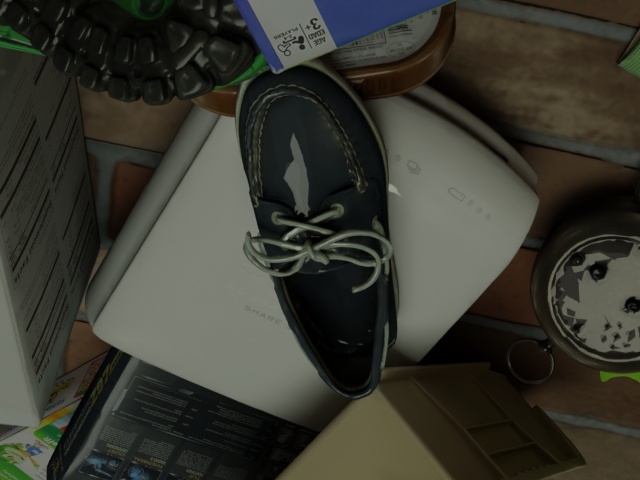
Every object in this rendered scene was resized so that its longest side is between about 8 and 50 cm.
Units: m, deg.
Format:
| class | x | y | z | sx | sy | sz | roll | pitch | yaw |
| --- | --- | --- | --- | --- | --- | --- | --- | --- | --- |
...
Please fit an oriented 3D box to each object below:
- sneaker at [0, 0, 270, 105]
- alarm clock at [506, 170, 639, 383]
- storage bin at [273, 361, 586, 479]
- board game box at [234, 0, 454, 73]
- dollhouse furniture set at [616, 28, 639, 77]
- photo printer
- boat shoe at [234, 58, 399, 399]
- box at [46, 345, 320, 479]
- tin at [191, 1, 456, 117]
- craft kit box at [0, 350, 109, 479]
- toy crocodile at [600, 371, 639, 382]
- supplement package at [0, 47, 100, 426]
| class | x | y | z | sx | sy | sz | roll | pitch | yaw |
| --- | --- | --- | --- | --- | --- | --- | --- | --- | --- |
| sneaker | -0.163 | -0.161 | 0.686 | 0.343 | 0.146 | 0.134 | 26 | 105 | 18 |
| alarm clock | 0.212 | 0.047 | 0.905 | 0.129 | 0.064 | 0.192 | 45 | 119 | 2 |
| storage bin | 0.053 | 0.231 | 0.967 | 0.262 | 0.123 | 0.260 | -48 | 155 | 18 |
| board game box | 0.112 | -0.230 | 0.535 | 0.347 | 0.233 | 0.078 | -21 | 130 | 11 |
| dollhouse furniture set | 0.259 | -0.139 | 0.762 | 0.076 | 0.058 | 0.152 | 19 | 132 | -9 |
| photo printer | -0.006 | -0.001 | 0.894 | 0.256 | 0.107 | 0.307 | 25 | 130 | -15 |
| boat shoe | 0.000 | 0.000 | 0.766 | 0.095 | 0.079 | 0.254 | -4 | 132 | 7 |
| box | -0.098 | 0.180 | 1.053 | 0.232 | 0.059 | 0.183 | 22 | 110 | -23 |
| tin | -0.008 | -0.139 | 0.758 | 0.189 | 0.106 | 0.040 | -9 | 158 | 0 |
| craft kit box | -0.181 | 0.226 | 1.175 | 0.246 | 0.061 | 0.250 | -30 | 122 | 28 |
| toy crocodile | 0.367 | 0.182 | 1.010 | 0.105 | 0.115 | 0.340 | -28 | 121 | 38 |
| supplement package | -0.287 | -0.032 | 0.850 | 0.199 | 0.198 | 0.263 | 5 | 133 | 4 |
